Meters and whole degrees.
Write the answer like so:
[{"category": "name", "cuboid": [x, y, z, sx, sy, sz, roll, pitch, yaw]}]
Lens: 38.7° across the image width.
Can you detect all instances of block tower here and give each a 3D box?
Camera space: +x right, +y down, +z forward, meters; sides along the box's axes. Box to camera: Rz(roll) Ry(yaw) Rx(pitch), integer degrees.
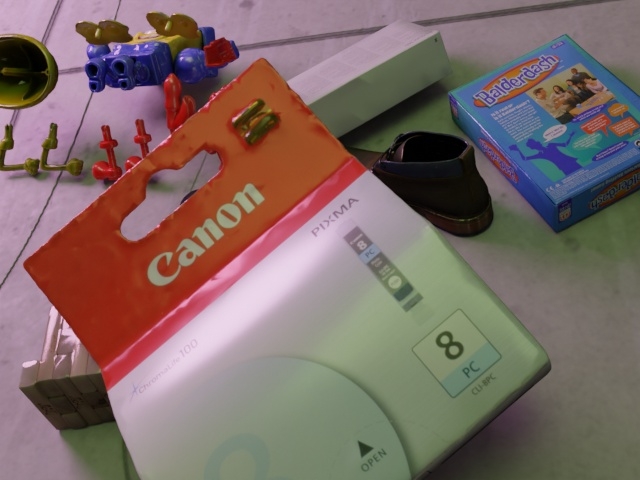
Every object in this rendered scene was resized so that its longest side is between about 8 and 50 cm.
[{"category": "block tower", "cuboid": [-0.109, 0.102, 0.877, 0.335, 0.091, 0.097, -10, 49, 7]}]

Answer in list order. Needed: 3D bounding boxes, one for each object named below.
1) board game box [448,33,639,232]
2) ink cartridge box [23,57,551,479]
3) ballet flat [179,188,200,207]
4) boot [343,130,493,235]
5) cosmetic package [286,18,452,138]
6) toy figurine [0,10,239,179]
[{"category": "board game box", "cuboid": [0.260, -0.123, 0.985, 0.160, 0.047, 0.210, -27, 50, -6]}, {"category": "ink cartridge box", "cuboid": [-0.052, 0.058, 0.768, 0.308, 0.091, 0.385, -41, 76, 0]}, {"category": "ballet flat", "cuboid": [-0.117, -0.003, 0.979, 0.074, 0.074, 0.203, -21, 49, -2]}, {"category": "boot", "cuboid": [0.079, -0.086, 0.966, 0.219, 0.106, 0.082, 18, 59, 27]}, {"category": "cosmetic package", "cuboid": [0.027, -0.173, 1.070, 0.239, 0.060, 0.099, -30, 29, -10]}, {"category": "toy figurine", "cuboid": [-0.229, -0.199, 1.162, 0.362, 0.191, 0.217, -1, 21, 24]}]
